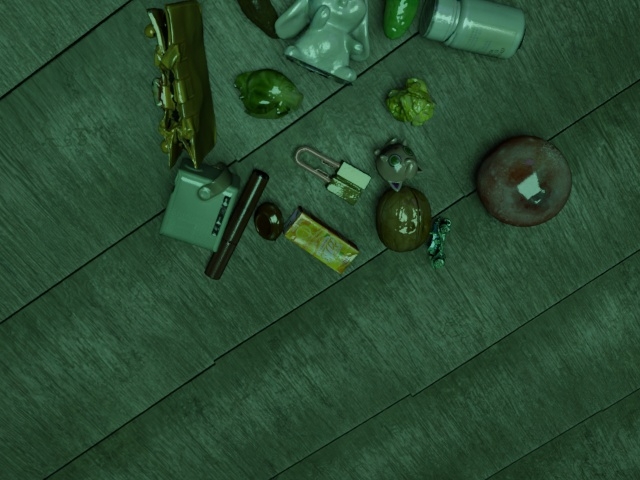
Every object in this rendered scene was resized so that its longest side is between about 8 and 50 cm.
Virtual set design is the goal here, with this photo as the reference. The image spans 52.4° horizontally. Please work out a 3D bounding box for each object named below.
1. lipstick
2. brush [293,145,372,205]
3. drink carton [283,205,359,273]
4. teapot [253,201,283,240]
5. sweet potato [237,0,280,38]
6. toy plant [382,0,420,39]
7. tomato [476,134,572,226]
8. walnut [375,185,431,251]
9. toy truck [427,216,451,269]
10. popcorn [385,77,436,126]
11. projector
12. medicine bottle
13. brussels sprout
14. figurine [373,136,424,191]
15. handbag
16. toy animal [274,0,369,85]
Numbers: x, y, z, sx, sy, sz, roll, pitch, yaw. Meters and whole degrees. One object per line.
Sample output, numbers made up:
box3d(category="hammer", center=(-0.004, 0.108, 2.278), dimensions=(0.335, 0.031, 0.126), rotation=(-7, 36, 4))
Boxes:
box3d(category="lipstick", center=(-0.249, -0.045, 1.930), dimensions=(0.057, 0.057, 0.356), rotation=(24, 105, -14))
box3d(category="brush", center=(0.026, -0.204, 1.912), dimensions=(0.234, 0.047, 0.103), rotation=(29, 104, -14))
box3d(category="drink carton", center=(0.000, 0.000, 1.968), dimensions=(0.223, 0.071, 0.096), rotation=(34, 102, -18))
box3d(category="teapot", center=(-0.147, -0.055, 1.934), dimensions=(0.098, 0.078, 0.129), rotation=(20, 123, 29))
box3d(category="sweet potato", center=(-0.172, -0.660, 1.704), dimensions=(0.112, 0.085, 0.285), rotation=(-26, 111, -2))
box3d(category="toy plant", center=(0.184, -0.748, 1.652), dimensions=(0.317, 0.210, 0.356), rotation=(-41, 109, 16))
box3d(category="tomato", center=(0.600, -0.165, 1.898), dimensions=(0.271, 0.227, 0.270), rotation=(-2, 112, -4))
box3d(category="walnut", center=(0.247, -0.063, 1.929), dimensions=(0.168, 0.167, 0.207), rotation=(-1, 111, -6))
box3d(category="toy truck", center=(0.357, 0.008, 2.013), dimensions=(0.078, 0.080, 0.154), rotation=(10, 109, 12))
box3d(category="popcorn", center=(0.256, -0.383, 1.823), dimensions=(0.126, 0.145, 0.125), rotation=(-44, 103, 1))
box3d(category="projector", center=(-0.338, -0.112, 1.842), dimensions=(0.178, 0.163, 0.242), rotation=(19, 111, -13))
box3d(category="medicine bottle", center=(0.410, -0.587, 1.768), dimensions=(0.258, 0.143, 0.143), rotation=(9, 108, -11))
box3d(category="brussels sprout", center=(-0.142, -0.406, 1.797), dimensions=(0.181, 0.100, 0.138), rotation=(12, 92, 7))
box3d(category="figurine", center=(0.222, -0.223, 1.884), dimensions=(0.125, 0.125, 0.138), rotation=(-37, 84, 7))
box3d(category="handbag", center=(-0.364, -0.401, 1.669), dimensions=(0.133, 0.283, 0.400), rotation=(-4, 112, -2))
box3d(category="toy animal", center=(0.031, -0.557, 1.724), dimensions=(0.249, 0.174, 0.289), rotation=(41, 93, -21))
